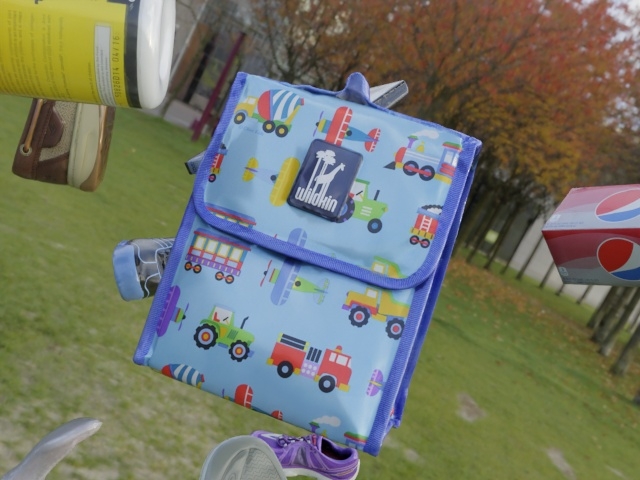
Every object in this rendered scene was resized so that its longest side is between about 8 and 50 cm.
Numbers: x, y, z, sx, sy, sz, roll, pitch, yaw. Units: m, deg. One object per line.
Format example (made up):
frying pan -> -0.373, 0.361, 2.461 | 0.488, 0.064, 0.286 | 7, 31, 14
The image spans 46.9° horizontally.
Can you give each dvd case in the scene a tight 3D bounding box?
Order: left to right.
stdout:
dvd case -> -0.033, -0.144, 0.949 | 0.253, 0.022, 0.180 | -5, 26, 40

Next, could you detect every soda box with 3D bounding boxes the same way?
soda box -> 0.379, -0.007, 0.783 | 0.263, 0.092, 0.083 | -2, -55, 49

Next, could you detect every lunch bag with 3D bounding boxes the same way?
lunch bag -> 0.000, 0.000, 0.649 | 0.220, 0.293, 0.138 | 17, 2, 14

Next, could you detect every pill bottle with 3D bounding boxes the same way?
pill bottle -> -0.195, -0.148, 0.495 | 0.184, 0.103, 0.103 | 5, 10, -6

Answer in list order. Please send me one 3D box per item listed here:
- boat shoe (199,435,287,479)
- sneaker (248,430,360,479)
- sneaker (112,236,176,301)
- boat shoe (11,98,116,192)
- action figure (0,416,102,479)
boat shoe -> -0.091, 0.362, 0.779 | 0.118, 0.321, 0.103 | -9, 5, -35
sneaker -> -0.024, 0.301, 1.074 | 0.169, 0.071, 0.068 | 12, 28, 1
sneaker -> -0.202, 0.028, 0.987 | 0.090, 0.081, 0.232 | -12, 4, 5
boat shoe -> -0.290, -0.230, 0.837 | 0.123, 0.342, 0.123 | 8, 9, -10
action figure -> -0.111, 0.275, 0.422 | 0.341, 0.178, 0.330 | -141, -152, -71
